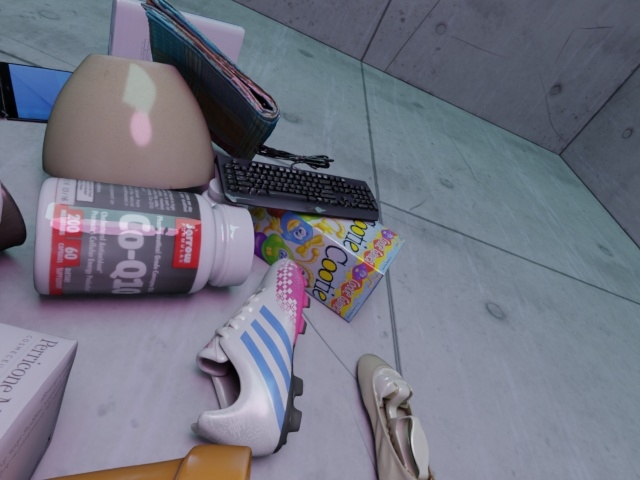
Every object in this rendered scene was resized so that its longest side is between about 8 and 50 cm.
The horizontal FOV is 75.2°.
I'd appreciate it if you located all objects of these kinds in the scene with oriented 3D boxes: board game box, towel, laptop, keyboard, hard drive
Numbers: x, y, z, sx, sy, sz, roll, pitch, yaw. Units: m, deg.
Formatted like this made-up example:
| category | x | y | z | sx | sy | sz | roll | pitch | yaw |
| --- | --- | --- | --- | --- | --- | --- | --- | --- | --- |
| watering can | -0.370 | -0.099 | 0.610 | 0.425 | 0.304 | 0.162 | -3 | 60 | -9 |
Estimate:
| category | x | y | z | sx | sy | sz | roll | pitch | yaw |
| --- | --- | --- | --- | --- | --- | --- | --- | --- | --- |
| board game box | 0.000 | 0.000 | 0.817 | 0.275 | 0.142 | 0.144 | 35 | 37 | 8 |
| towel | -0.222 | -0.276 | 0.829 | 0.271 | 0.370 | 0.040 | 40 | 75 | -12 |
| laptop | -0.618 | -0.364 | 0.840 | 0.137 | 0.264 | 0.234 | -30 | 58 | -9 |
| keyboard | -0.041 | -0.121 | 0.790 | 0.317 | 0.033 | 0.201 | 5 | 41 | -30 |
| hard drive | -0.374 | -0.485 | 1.085 | 0.319 | 0.210 | 0.040 | -7 | 49 | -39 |

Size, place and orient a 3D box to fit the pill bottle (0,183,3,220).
| category | x | y | z | sx | sy | sz | roll | pitch | yaw |
| --- | --- | --- | --- | --- | --- | --- | --- | --- | --- |
| pill bottle | -0.418 | -0.027 | 0.284 | 0.169 | 0.169 | 0.301 | 32 | 16 | 4 |

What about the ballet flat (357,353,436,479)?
| category | x | y | z | sx | sy | sz | roll | pitch | yaw |
| --- | --- | --- | --- | --- | --- | --- | --- | --- | --- |
| ballet flat | 0.117 | 0.266 | 0.631 | 0.086 | 0.086 | 0.248 | 13 | 39 | -21 |

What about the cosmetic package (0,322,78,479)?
| category | x | y | z | sx | sy | sz | roll | pitch | yaw |
| --- | --- | --- | --- | --- | --- | --- | --- | --- | --- |
| cosmetic package | -0.432 | 0.140 | 0.305 | 0.385 | 0.156 | 0.217 | 17 | 16 | -15 |

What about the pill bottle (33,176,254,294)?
| category | x | y | z | sx | sy | sz | roll | pitch | yaw |
| --- | --- | --- | --- | --- | --- | --- | --- | --- | --- |
| pill bottle | -0.255 | 0.001 | 0.629 | 0.283 | 0.161 | 0.161 | 4 | 44 | -30 |

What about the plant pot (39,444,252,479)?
| category | x | y | z | sx | sy | sz | roll | pitch | yaw |
| --- | --- | --- | --- | --- | --- | --- | --- | --- | --- |
| plant pot | -0.165 | 0.281 | 0.349 | 0.188 | 0.205 | 0.205 | 6 | 40 | -5 |

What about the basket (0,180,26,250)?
| category | x | y | z | sx | sy | sz | roll | pitch | yaw |
| --- | --- | --- | --- | --- | --- | --- | --- | --- | --- |
| basket | -0.525 | -0.015 | 0.485 | 0.204 | 0.154 | 0.227 | 31 | 40 | 10 |

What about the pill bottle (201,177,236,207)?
| category | x | y | z | sx | sy | sz | roll | pitch | yaw |
| --- | --- | --- | --- | --- | --- | --- | --- | --- | --- |
| pill bottle | -0.194 | -0.053 | 0.769 | 0.067 | 0.120 | 0.067 | 18 | 38 | -15 |

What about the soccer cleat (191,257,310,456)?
| category | x | y | z | sx | sy | sz | roll | pitch | yaw |
| --- | --- | --- | --- | --- | --- | --- | --- | --- | --- |
| soccer cleat | -0.097 | 0.136 | 0.612 | 0.143 | 0.116 | 0.331 | 18 | 38 | -15 |

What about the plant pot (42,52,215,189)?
| category | x | y | z | sx | sy | sz | roll | pitch | yaw |
| --- | --- | --- | --- | --- | --- | --- | --- | --- | --- |
| plant pot | -0.325 | -0.215 | 0.728 | 0.284 | 0.190 | 0.284 | 8 | 20 | -3 |
